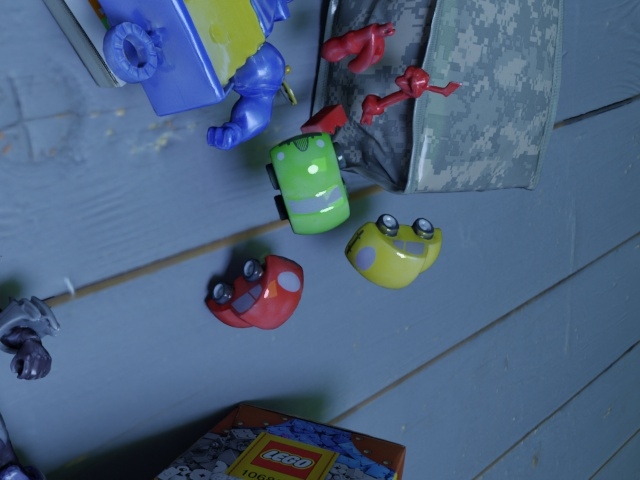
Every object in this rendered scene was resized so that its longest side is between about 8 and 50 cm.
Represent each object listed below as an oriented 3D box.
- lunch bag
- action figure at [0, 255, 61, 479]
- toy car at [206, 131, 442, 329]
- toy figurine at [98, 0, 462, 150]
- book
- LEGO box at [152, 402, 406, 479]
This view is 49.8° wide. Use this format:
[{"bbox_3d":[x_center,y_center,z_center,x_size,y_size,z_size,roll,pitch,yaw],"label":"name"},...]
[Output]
[{"bbox_3d":[0.130,-0.201,0.702,0.235,0.169,0.287,-6,112,-42],"label":"lunch bag"},{"bbox_3d":[-0.261,0.120,0.476,0.185,0.099,0.285,-23,114,-19],"label":"action figure"},{"bbox_3d":[0.000,0.000,0.598,0.239,0.053,0.225,-17,146,-3],"label":"toy car"},{"bbox_3d":[-0.068,-0.193,0.469,0.217,0.191,0.362,-48,128,-38],"label":"toy figurine"},{"bbox_3d":[-0.164,-0.202,0.517,0.096,0.035,0.144,-50,131,-28],"label":"book"},{"bbox_3d":[-0.089,0.450,0.576,0.372,0.193,0.500,-24,124,-72],"label":"LEGO box"}]
